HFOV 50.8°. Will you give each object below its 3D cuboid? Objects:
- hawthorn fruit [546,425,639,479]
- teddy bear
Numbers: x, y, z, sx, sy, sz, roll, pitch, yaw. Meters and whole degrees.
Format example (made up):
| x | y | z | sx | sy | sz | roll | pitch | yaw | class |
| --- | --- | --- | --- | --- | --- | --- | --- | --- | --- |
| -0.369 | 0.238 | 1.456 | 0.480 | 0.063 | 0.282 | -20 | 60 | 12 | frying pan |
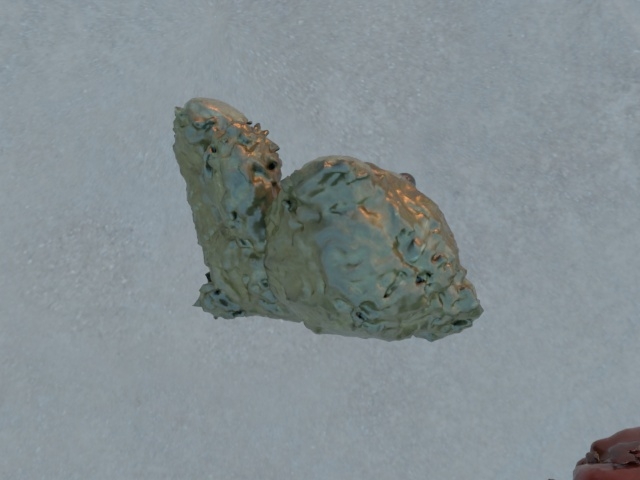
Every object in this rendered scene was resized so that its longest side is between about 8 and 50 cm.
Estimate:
| x | y | z | sx | sy | sz | roll | pitch | yaw | class |
| --- | --- | --- | --- | --- | --- | --- | --- | --- | --- |
| 0.264 | 0.285 | 0.476 | 0.211 | 0.299 | 0.211 | -14 | 142 | -11 | hawthorn fruit |
| 0.000 | 0.000 | 0.541 | 0.267 | 0.256 | 0.156 | 41 | 63 | -30 | teddy bear |
